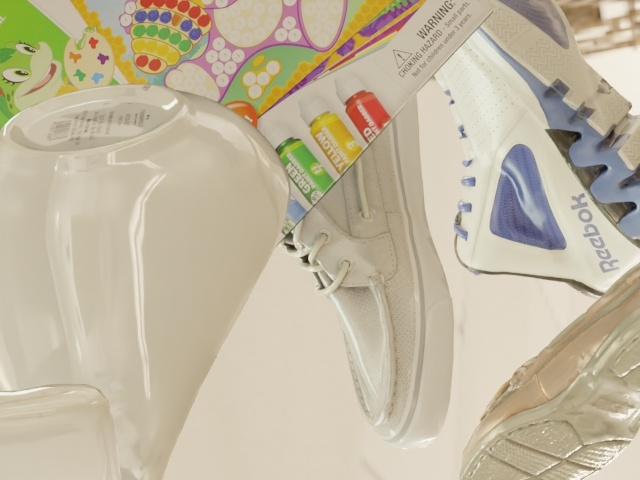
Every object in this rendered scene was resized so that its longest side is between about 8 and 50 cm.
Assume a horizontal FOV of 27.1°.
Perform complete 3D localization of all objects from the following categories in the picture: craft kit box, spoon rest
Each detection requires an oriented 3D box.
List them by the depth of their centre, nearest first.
[{"bbox_3d":[-0.079,0.018,0.454,0.276,0.137,0.084,-92,-5,-65],"label":"spoon rest"},{"bbox_3d":[-0.079,-0.116,0.715,0.246,0.250,0.061,42,-170,0],"label":"craft kit box"}]

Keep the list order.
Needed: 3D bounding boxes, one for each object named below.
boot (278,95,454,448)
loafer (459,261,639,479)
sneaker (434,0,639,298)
[{"bbox_3d":[0.000,0.000,0.806,0.123,0.095,0.258,3,-113,-26],"label":"boot"},{"bbox_3d":[0.094,0.051,0.473,0.045,0.125,0.039,25,-138,-19],"label":"loafer"},{"bbox_3d":[0.146,-0.069,1.032,0.315,0.182,0.127,48,-143,5],"label":"sneaker"}]
